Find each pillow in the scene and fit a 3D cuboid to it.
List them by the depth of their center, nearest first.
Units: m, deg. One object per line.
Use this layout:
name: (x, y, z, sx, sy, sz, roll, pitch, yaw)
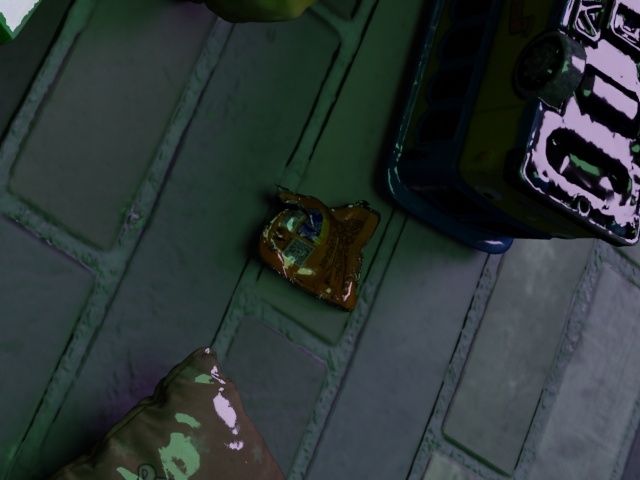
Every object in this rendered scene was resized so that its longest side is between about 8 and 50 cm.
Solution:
pillow: (-0.100, 0.215, 1.088, 0.236, 0.084, 0.223, -38, 111, -29)

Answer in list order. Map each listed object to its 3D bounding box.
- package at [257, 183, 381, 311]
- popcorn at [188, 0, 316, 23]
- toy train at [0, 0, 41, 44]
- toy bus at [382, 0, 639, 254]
package: (0.001, 0.001, 1.212, 0.111, 0.033, 0.077, 25, 62, -39)
popcorn: (0.033, -0.301, 1.078, 0.274, 0.336, 0.279, -52, 128, -58)
toy train: (-0.179, -0.242, 1.062, 0.251, 0.085, 0.119, -60, 137, -28)
toy bus: (0.174, -0.142, 1.264, 0.138, 0.175, 0.287, 27, 71, -34)
